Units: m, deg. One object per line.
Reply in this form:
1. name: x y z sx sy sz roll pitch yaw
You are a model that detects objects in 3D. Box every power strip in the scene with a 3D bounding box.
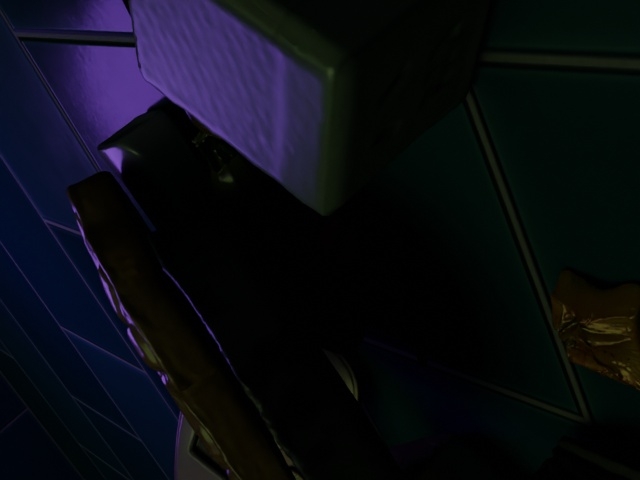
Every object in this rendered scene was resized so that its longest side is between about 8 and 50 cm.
1. power strip: -0.029 -0.146 0.585 0.224 0.140 0.139 39 154 21

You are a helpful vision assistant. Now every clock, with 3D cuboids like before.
1. clock: -0.031 0.114 0.833 0.325 0.067 0.325 55 173 10

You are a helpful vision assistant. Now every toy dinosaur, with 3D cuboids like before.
1. toy dinosaur: -0.001 -0.002 0.829 0.279 0.101 0.055 46 -179 -18

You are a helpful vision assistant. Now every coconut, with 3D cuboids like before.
1. coconut: 0.108 0.257 0.948 0.153 0.147 0.147 37 153 12

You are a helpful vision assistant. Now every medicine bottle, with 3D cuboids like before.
1. medicine bottle: -0.138 -0.037 0.994 0.183 0.069 0.119 57 157 -16

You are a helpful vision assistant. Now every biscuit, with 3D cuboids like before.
1. biscuit: -0.136 0.082 0.923 0.351 0.057 0.312 53 173 44

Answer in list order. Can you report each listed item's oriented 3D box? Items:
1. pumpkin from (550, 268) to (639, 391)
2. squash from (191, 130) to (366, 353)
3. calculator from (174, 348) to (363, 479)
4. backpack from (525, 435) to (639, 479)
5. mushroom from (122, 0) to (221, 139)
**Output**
1. pumpkin: 0.190 0.067 0.670 0.073 0.035 0.101 15 138 45
2. squash: -0.033 -0.001 0.886 0.066 0.066 0.252 4 131 56
3. calculator: -0.058 0.205 1.118 0.220 0.048 0.329 34 124 24
4. backpack: 0.255 0.282 0.755 0.258 0.133 0.206 45 174 -13
5. mushroom: -0.082 -0.143 0.724 0.170 0.080 0.135 59 -170 -36
